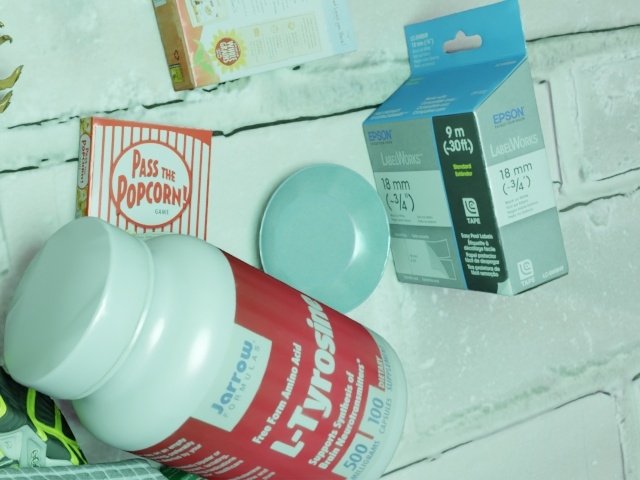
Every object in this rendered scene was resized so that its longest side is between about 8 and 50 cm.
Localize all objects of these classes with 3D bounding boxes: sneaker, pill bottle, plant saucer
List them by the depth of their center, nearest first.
[{"bbox_3d":[-0.351,0.171,0.949,0.147,0.145,0.385,-34,141,-8],"label":"sneaker"},{"bbox_3d":[-0.113,0.134,1.089,0.407,0.229,0.229,30,76,-39],"label":"pill bottle"},{"bbox_3d":[0.000,0.000,1.297,0.195,0.037,0.195,-1,92,-32],"label":"plant saucer"}]

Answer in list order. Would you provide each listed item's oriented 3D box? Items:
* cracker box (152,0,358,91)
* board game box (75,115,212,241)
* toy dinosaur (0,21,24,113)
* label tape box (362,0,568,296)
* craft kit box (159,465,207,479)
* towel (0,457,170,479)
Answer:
[{"bbox_3d":[-0.079,-0.278,1.219,0.232,0.067,0.156,-18,102,-29],"label":"cracker box"},{"bbox_3d":[-0.202,-0.037,1.165,0.146,0.045,0.193,2,91,-32],"label":"board game box"},{"bbox_3d":[-0.375,-0.170,1.054,0.112,0.064,0.211,28,68,-11],"label":"toy dinosaur"},{"bbox_3d":[0.165,-0.110,1.277,0.106,0.240,0.334,-19,101,-28],"label":"label tape box"},{"bbox_3d":[-0.180,0.403,1.146,0.250,0.061,0.247,-30,111,-49],"label":"craft kit box"},{"bbox_3d":[-0.194,0.273,0.905,0.283,0.235,0.121,12,83,-50],"label":"towel"}]
